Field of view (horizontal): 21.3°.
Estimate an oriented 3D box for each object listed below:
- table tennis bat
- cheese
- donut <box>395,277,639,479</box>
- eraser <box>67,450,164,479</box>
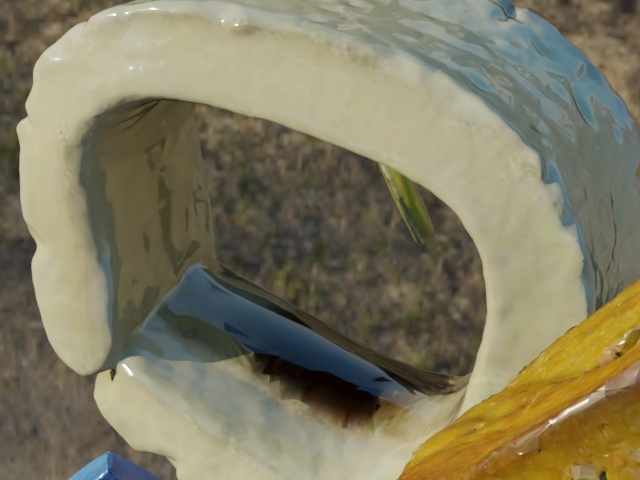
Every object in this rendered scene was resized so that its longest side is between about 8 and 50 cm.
[{"bbox_3d":[0.051,-0.126,1.674,0.054,0.369,0.224,-23,67,5],"label":"table tennis bat"},{"bbox_3d":[-0.002,0.003,0.914,0.332,0.292,0.153,27,30,13],"label":"cheese"},{"bbox_3d":[0.093,0.039,0.429,0.152,0.152,0.058,-32,89,-33],"label":"donut"},{"bbox_3d":[-0.179,0.347,1.948,0.312,0.144,0.042,34,25,-37],"label":"eraser"}]
